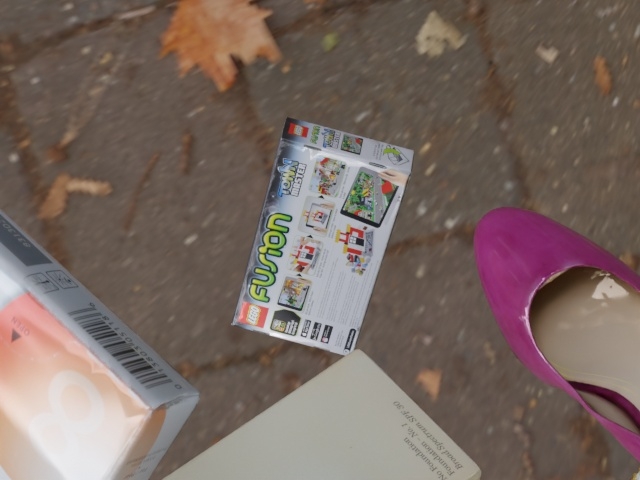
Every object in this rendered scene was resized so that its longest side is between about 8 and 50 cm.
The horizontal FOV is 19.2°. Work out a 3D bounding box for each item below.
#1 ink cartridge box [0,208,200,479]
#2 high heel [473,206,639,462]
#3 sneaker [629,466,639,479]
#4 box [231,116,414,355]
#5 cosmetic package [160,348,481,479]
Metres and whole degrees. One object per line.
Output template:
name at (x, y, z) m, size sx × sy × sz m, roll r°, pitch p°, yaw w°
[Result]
ink cartridge box at (-0.153, 0.091, 0.828) m, size 0.145 × 0.045 × 0.179 m, roll 40°, pitch 110°, yaw 20°
high heel at (0.243, 0.084, 1.480) m, size 0.127 × 0.181 × 0.377 m, roll -41°, pitch 65°, yaw -6°
sneaker at (0.282, 0.316, 1.686) m, size 0.131 × 0.112 × 0.296 m, roll 45°, pitch 109°, yaw 25°
box at (0.000, 0.000, 1.621) m, size 0.114 × 0.036 × 0.207 m, roll 16°, pitch 126°, yaw -2°
cosmetic package at (-0.038, 0.240, 1.522) m, size 0.160 × 0.309 × 0.113 m, roll 43°, pitch 146°, yaw 23°
